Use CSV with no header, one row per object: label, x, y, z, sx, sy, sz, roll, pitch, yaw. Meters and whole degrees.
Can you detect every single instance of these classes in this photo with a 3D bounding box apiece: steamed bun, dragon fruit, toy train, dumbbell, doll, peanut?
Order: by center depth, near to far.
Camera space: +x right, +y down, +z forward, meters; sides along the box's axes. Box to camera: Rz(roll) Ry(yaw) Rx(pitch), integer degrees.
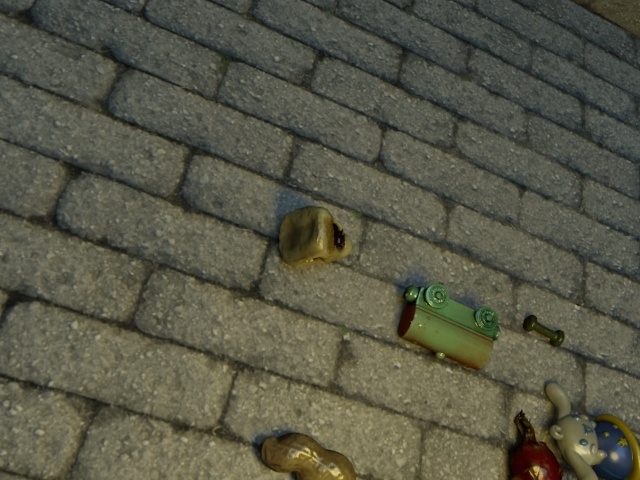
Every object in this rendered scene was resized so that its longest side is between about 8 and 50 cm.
peanut,-0.023,0.483,1.352,0.228,0.086,0.104,32,77,-7
steamed bun,0.000,0.000,1.552,0.155,0.172,0.140,16,71,-38
dragon fruit,0.529,0.543,1.568,0.126,0.125,0.246,9,47,-6
toy train,0.331,0.225,1.623,0.286,0.116,0.177,25,72,-13
doll,0.699,0.520,1.642,0.243,0.159,0.310,-6,46,-13
dumbbell,0.633,0.256,1.772,0.118,0.046,0.052,30,54,-9
